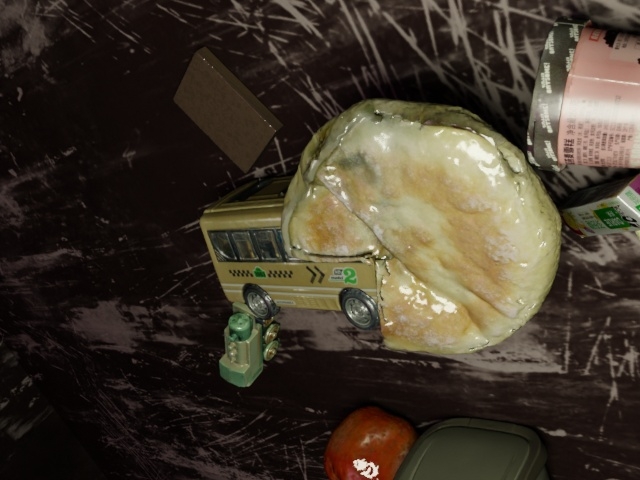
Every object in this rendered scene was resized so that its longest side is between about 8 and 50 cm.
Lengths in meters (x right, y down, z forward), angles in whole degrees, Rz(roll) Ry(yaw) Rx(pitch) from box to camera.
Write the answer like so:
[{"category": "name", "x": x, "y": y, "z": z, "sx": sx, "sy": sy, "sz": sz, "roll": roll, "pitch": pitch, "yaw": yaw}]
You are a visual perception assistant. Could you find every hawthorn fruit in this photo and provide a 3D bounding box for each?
[{"category": "hawthorn fruit", "x": 0.088, "y": 0.404, "z": 1.319, "sx": 0.179, "sy": 0.200, "sz": 0.179, "roll": 27, "pitch": 135, "yaw": 30}]

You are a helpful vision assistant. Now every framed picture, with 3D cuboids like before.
[{"category": "framed picture", "x": -0.146, "y": -0.199, "z": 1.132, "sx": 0.168, "sy": 0.023, "sz": 0.128, "roll": 45, "pitch": 143, "yaw": 0}]

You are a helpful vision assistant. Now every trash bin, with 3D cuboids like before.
[{"category": "trash bin", "x": 0.276, "y": 0.439, "z": 1.175, "sx": 0.220, "sy": 0.219, "sz": 0.250, "roll": -3, "pitch": 128, "yaw": 46}]

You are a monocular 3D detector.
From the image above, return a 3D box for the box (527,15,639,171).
[{"category": "box", "x": 0.285, "y": -0.135, "z": 0.705, "sx": 0.135, "sy": 0.151, "sz": 0.151, "roll": 11, "pitch": 131, "yaw": 25}]

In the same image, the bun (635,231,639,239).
[{"category": "bun", "x": 0.390, "y": -0.024, "z": 0.763, "sx": 0.115, "sy": 0.069, "sz": 0.115, "roll": 37, "pitch": 156, "yaw": 19}]

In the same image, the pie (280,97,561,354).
[{"category": "pie", "x": 0.113, "y": -0.007, "z": 0.804, "sx": 0.338, "sy": 0.075, "sz": 0.337, "roll": 13, "pitch": 129, "yaw": 16}]

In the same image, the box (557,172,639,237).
[{"category": "box", "x": 0.304, "y": -0.033, "z": 0.769, "sx": 0.050, "sy": 0.041, "sz": 0.207, "roll": 44, "pitch": 179, "yaw": 2}]

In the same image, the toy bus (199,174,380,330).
[{"category": "toy bus", "x": 0.000, "y": 0.000, "z": 1.058, "sx": 0.366, "sy": 0.177, "sz": 0.201, "roll": -2, "pitch": 117, "yaw": 44}]

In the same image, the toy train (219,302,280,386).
[{"category": "toy train", "x": -0.137, "y": 0.187, "z": 1.389, "sx": 0.081, "sy": 0.125, "sz": 0.194, "roll": 23, "pitch": 137, "yaw": 20}]
